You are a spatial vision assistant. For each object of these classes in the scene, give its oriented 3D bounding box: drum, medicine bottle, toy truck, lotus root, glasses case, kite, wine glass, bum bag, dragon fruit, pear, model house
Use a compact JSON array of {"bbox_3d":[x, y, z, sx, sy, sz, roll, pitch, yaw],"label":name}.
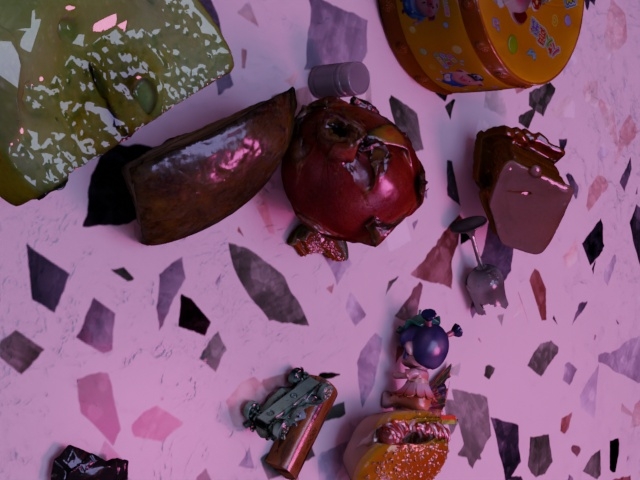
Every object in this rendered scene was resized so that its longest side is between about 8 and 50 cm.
[{"bbox_3d":[0.312,-0.485,1.952,0.431,0.214,0.431,-1,92,-48],"label":"drum"},{"bbox_3d":[0.031,-0.270,1.743,0.058,0.091,0.058,-3,93,-47],"label":"medicine bottle"},{"bbox_3d":[-0.050,0.277,1.693,0.154,0.080,0.078,-34,137,-41],"label":"toy truck"},{"bbox_3d":[-0.148,-0.102,1.505,0.314,0.210,0.142,-31,103,-28],"label":"lotus root"},{"bbox_3d":[-0.026,0.315,1.742,0.064,0.041,0.170,50,56,-37],"label":"glasses case"},{"bbox_3d":[0.217,0.358,2.029,0.183,0.014,0.241,14,81,-50],"label":"kite"},{"bbox_3d":[0.322,0.053,2.082,0.079,0.079,0.195,-37,116,-40],"label":"wine glass"},{"bbox_3d":[-0.316,0.319,1.430,0.124,0.034,0.058,30,79,-43],"label":"bum bag"},{"bbox_3d":[0.050,-0.106,1.656,0.250,0.315,0.250,0,87,-8],"label":"dragon fruit"},{"bbox_3d":[-0.329,-0.241,1.267,0.342,0.238,0.318,-40,107,-33],"label":"pear"},{"bbox_3d":[0.392,-0.125,2.097,0.199,0.219,0.229,17,33,-19],"label":"model house"}]

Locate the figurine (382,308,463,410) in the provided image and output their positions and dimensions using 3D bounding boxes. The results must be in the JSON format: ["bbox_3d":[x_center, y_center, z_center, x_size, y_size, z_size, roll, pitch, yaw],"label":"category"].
[{"bbox_3d":[0.189,0.227,1.927,0.111,0.102,0.195,20,76,-49],"label":"figurine"}]

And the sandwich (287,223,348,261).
[{"bbox_3d":[-0.001,-0.002,1.764,0.135,0.029,0.067,10,84,-47],"label":"sandwich"}]

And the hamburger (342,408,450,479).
[{"bbox_3d":[0.138,0.379,1.843,0.210,0.116,0.173,11,105,-47],"label":"hamburger"}]
